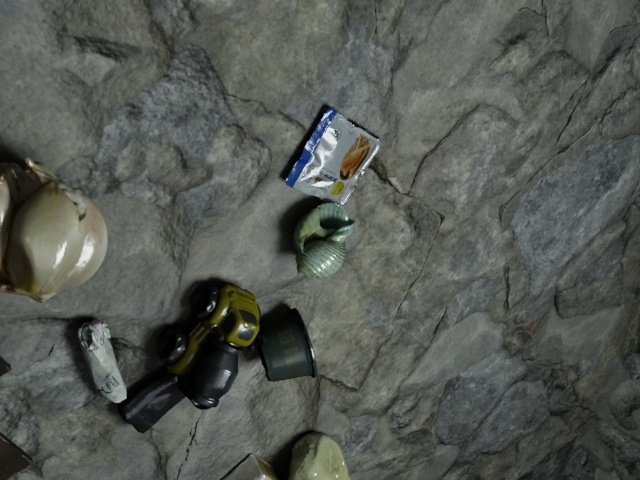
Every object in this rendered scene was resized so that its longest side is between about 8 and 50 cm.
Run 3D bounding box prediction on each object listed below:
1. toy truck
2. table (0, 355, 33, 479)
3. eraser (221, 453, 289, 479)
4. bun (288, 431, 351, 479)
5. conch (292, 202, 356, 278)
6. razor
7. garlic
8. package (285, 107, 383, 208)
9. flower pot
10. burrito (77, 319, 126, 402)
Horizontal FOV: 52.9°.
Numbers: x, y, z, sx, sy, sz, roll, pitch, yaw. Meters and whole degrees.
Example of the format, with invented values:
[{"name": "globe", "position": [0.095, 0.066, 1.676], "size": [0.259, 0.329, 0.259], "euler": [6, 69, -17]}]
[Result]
[{"name": "toy truck", "position": [-0.199, 0.205, 1.262], "size": [0.147, 0.165, 0.224], "euler": [30, 99, -42]}, {"name": "table", "position": [-0.596, 0.223, 0.942], "size": [0.196, 0.250, 0.282], "euler": [-33, 131, -13]}, {"name": "eraser", "position": [-0.132, 0.688, 1.685], "size": [0.144, 0.078, 0.343], "euler": [-41, 133, -4]}, {"name": "bun", "position": [-0.011, 0.605, 1.653], "size": [0.134, 0.220, 0.220], "euler": [-25, 137, 20]}, {"name": "conch", "position": [-0.005, 0.002, 1.309], "size": [0.135, 0.102, 0.153], "euler": [45, 56, -33]}, {"name": "razor", "position": [-0.335, 0.322, 1.320], "size": [0.148, 0.054, 0.090], "euler": [-38, 133, -9]}, {"name": "garlic", "position": [-0.454, -0.026, 0.937], "size": [0.281, 0.185, 0.203], "euler": [10, 100, -16]}, {"name": "package", "position": [0.029, -0.156, 1.279], "size": [0.173, 0.027, 0.171], "euler": [21, 105, -45]}, {"name": "flower pot", "position": [-0.080, 0.234, 1.384], "size": [0.107, 0.157, 0.157], "euler": [-15, 127, -14]}, {"name": "burrito", "position": [-0.409, 0.231, 1.207], "size": [0.064, 0.064, 0.203], "euler": [-19, 128, -24]}]
